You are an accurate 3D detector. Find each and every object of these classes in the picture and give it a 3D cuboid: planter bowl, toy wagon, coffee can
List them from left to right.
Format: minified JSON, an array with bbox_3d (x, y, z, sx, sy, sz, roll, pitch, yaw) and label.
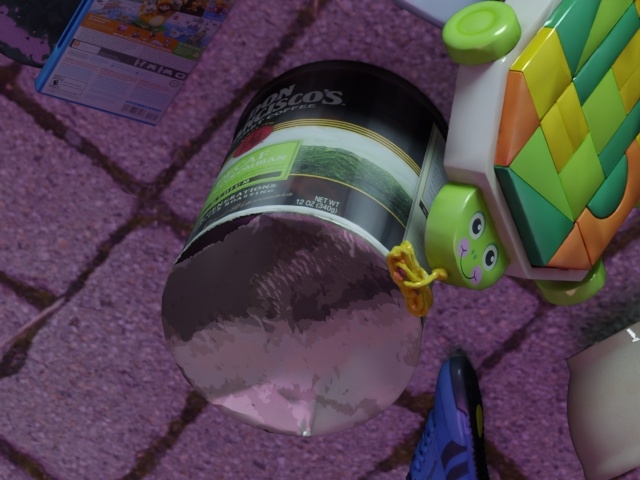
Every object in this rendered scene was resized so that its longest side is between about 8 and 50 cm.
[{"bbox_3d":[0.000,0.000,1.498,0.201,0.275,0.201,4,120,8],"label":"coffee can"},{"bbox_3d":[0.171,-0.072,1.393,0.068,0.344,0.267,11,140,38],"label":"toy wagon"},{"bbox_3d":[0.279,0.128,1.600,0.162,0.162,0.109,-31,82,24],"label":"planter bowl"}]

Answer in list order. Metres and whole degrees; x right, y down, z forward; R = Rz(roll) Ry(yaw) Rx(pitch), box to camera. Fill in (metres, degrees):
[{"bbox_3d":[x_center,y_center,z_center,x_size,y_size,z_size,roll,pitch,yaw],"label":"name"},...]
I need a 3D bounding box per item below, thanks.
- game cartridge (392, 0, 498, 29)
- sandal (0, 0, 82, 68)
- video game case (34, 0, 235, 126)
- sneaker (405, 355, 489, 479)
[{"bbox_3d":[0.059,-0.308,1.399,0.198,0.062,0.297,-46,105,-3],"label":"game cartridge"},{"bbox_3d":[-0.371,-0.286,1.504,0.446,0.107,0.167,29,121,-7],"label":"sandal"},{"bbox_3d":[-0.152,-0.174,1.548,0.119,0.015,0.166,15,126,-32],"label":"video game case"},{"bbox_3d":[0.113,0.202,1.711,0.082,0.069,0.209,1,119,15],"label":"sneaker"}]
